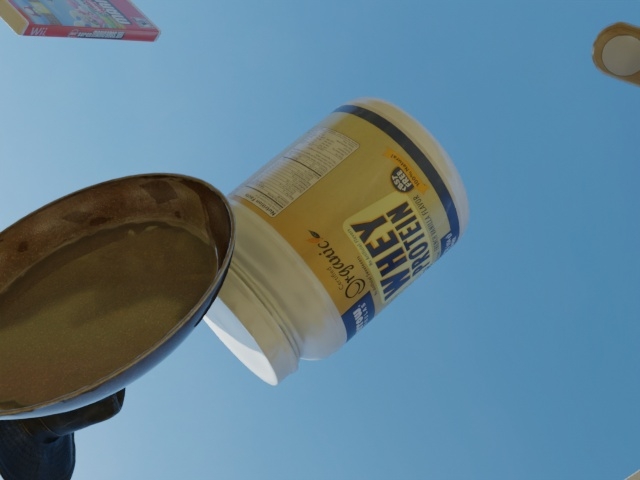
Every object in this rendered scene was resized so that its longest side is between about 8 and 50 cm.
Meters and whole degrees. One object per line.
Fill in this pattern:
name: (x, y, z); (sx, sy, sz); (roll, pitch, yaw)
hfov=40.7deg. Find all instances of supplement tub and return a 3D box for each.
supplement tub: (0.000, 0.000, 1.045); (0.316, 0.228, 0.228); (-41, -112, -17)

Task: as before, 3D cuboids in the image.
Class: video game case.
video game case: (-0.376, -0.354, 1.207); (0.204, 0.285, 0.025); (45, -64, 11)

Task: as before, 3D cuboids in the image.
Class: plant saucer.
plant saucer: (-0.215, 0.049, 0.782); (0.310, 0.050, 0.311); (-15, -143, 11)

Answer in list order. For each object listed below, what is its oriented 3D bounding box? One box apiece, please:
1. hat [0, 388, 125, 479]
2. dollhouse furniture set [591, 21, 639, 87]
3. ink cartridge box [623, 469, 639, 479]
hat: (-0.341, 0.167, 1.165); (0.134, 0.331, 0.331); (-11, -106, 4)
dollhouse furniture set: (0.224, -0.127, 0.479); (0.173, 0.303, 0.355); (22, -139, 13)
ink cartridge box: (0.479, 0.308, 0.977); (0.198, 0.273, 0.115); (-44, -135, 24)
